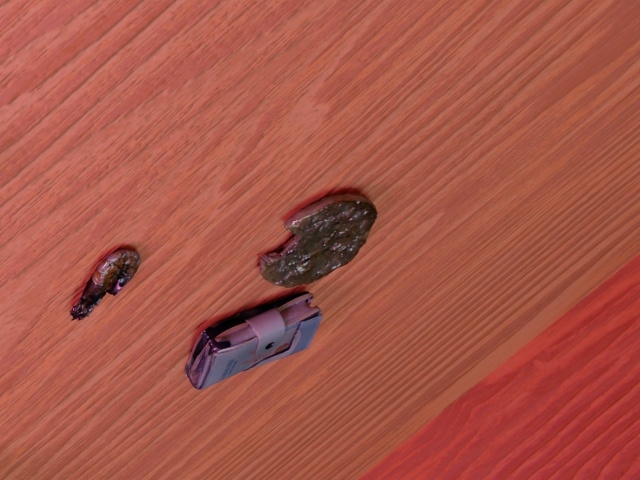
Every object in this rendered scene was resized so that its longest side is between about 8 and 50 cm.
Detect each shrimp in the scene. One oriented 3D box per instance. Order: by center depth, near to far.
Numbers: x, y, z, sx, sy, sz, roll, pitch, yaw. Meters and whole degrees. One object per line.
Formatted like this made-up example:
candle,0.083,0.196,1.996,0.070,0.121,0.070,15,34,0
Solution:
shrimp,-0.337,0.074,1.971,0.161,0.034,0.091,-49,151,23

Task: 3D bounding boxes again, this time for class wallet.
wallet,-0.126,0.191,2.373,0.250,0.075,0.176,-20,155,-29

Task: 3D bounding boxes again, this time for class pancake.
pancake,0.000,0.000,2.247,0.253,0.037,0.254,-28,153,-15
